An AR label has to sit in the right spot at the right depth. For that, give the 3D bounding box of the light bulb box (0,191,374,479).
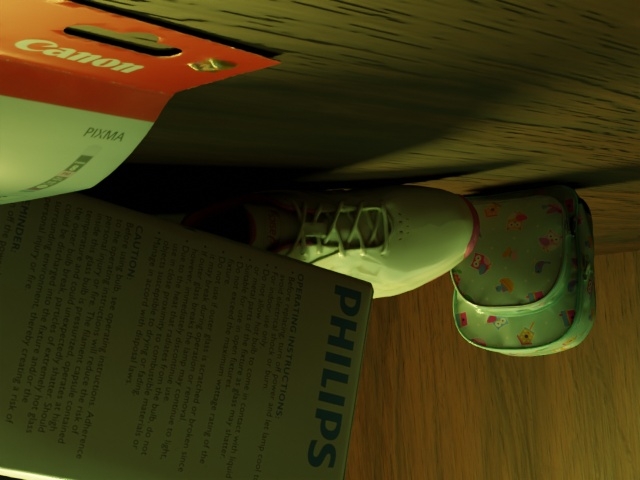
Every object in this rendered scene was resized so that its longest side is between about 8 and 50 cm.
[{"bbox_3d":[-0.205,0.112,1.021,0.361,0.225,0.358,18,165,-29],"label":"light bulb box"}]

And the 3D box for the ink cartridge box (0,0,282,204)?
[{"bbox_3d":[-0.165,-0.060,0.576,0.232,0.066,0.189,-3,177,34],"label":"ink cartridge box"}]

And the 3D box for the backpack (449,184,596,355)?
[{"bbox_3d":[0.225,0.037,1.262,0.166,0.188,0.144,-6,175,22],"label":"backpack"}]

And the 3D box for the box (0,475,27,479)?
[{"bbox_3d":[-0.421,0.229,1.450,0.480,0.297,0.472,-22,-179,-33],"label":"box"}]

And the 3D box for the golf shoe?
[{"bbox_3d":[0.000,0.000,1.103,0.306,0.115,0.140,-7,171,16],"label":"golf shoe"}]
